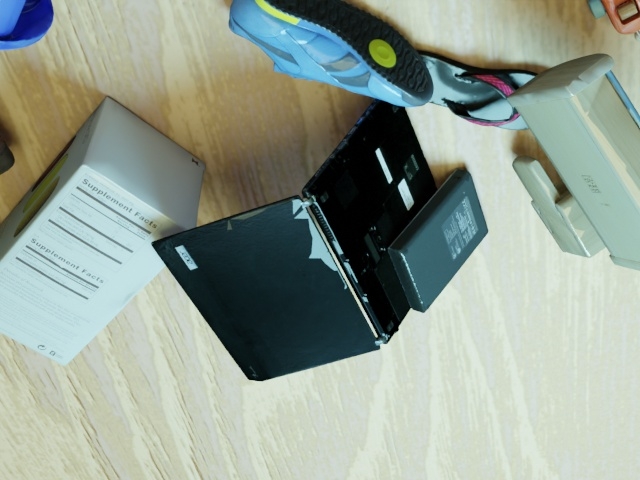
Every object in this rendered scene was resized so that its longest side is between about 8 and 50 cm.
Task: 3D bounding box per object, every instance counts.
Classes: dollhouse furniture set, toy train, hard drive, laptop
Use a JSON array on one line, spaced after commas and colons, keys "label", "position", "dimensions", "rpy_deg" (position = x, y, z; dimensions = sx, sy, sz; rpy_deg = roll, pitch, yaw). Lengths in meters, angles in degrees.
[{"label": "dollhouse furniture set", "position": [0.355, -0.139, 0.822], "dimensions": [0.303, 0.286, 0.198], "rpy_deg": [-35, 99, -4]}, {"label": "toy train", "position": [0.346, -0.220, 0.813], "dimensions": [0.166, 0.046, 0.125], "rpy_deg": [-21, 126, 17]}, {"label": "hard drive", "position": [0.131, 0.000, 0.947], "dimensions": [0.022, 0.135, 0.094], "rpy_deg": [15, 142, 41]}, {"label": "laptop", "position": [0.000, 0.000, 0.922], "dimensions": [0.136, 0.264, 0.234], "rpy_deg": [13, 144, 39]}]

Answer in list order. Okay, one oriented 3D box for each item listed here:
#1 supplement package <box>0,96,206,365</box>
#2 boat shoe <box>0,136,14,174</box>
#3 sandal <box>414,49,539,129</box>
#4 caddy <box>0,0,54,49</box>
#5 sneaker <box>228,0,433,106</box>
[{"label": "supplement package", "position": [-0.252, -0.006, 0.933], "dimensions": [0.134, 0.139, 0.244], "rpy_deg": [34, 119, -25]}, {"label": "boat shoe", "position": [-0.453, -0.048, 0.929], "dimensions": [0.285, 0.103, 0.092], "rpy_deg": [-28, 118, 14]}, {"label": "sandal", "position": [0.161, -0.144, 0.879], "dimensions": [0.179, 0.040, 0.067], "rpy_deg": [11, 127, -8]}, {"label": "caddy", "position": [-0.344, -0.281, 0.654], "dimensions": [0.341, 0.241, 0.179], "rpy_deg": [31, 116, -22]}, {"label": "sneaker", "position": [0.010, -0.182, 0.840], "dimensions": [0.209, 0.069, 0.082], "rpy_deg": [27, 142, -16]}]
